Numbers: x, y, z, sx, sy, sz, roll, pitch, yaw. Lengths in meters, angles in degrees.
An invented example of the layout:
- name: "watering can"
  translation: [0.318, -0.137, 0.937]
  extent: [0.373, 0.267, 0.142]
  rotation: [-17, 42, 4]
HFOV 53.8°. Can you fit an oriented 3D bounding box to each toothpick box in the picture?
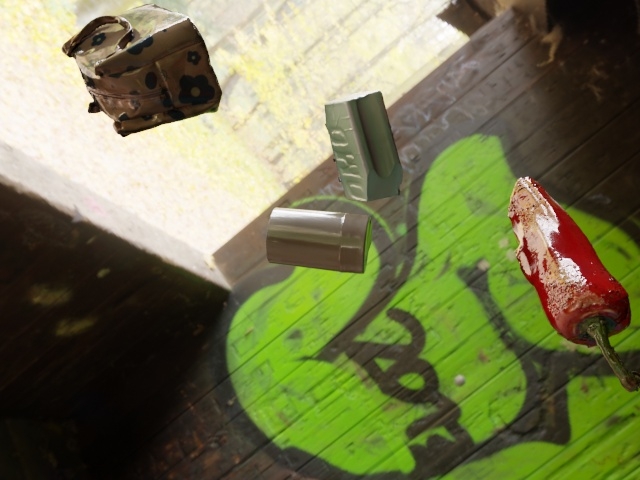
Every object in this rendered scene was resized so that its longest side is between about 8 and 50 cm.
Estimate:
- name: "toothpick box"
  translation: [0.000, 0.000, 1.167]
  extent: [0.111, 0.181, 0.111]
  rotation: [6, 90, -81]

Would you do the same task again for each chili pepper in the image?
- name: "chili pepper"
  translation: [0.355, 0.041, 0.913]
  extent: [0.110, 0.110, 0.387]
  rotation: [47, 23, -37]

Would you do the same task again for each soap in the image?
- name: "soap"
  translation: [0.088, -0.182, 1.295]
  extent: [0.145, 0.091, 0.230]
  rotation: [22, -48, 66]

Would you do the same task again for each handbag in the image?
- name: "handbag"
  translation: [-0.317, -0.295, 1.105]
  extent: [0.252, 0.193, 0.190]
  rotation: [34, -31, 47]
